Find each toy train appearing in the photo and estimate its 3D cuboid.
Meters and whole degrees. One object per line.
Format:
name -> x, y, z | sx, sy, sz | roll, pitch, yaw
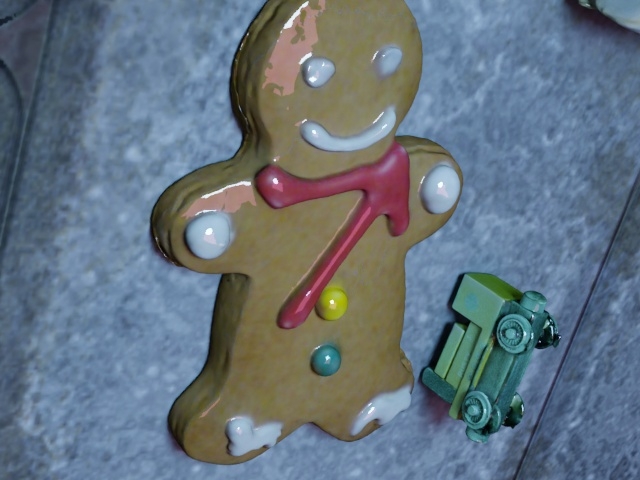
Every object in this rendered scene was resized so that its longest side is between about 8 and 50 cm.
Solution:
toy train -> 0.122, 0.083, 0.823 | 0.050, 0.081, 0.122 | 2, 116, -45

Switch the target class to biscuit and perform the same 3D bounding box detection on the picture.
biscuit -> 0.000, 0.000, 0.714 | 0.216, 0.047, 0.339 | -7, 120, -33

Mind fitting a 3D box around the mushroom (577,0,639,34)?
mushroom -> 0.332, -0.211, 0.793 | 0.351, 0.097, 0.109 | -20, 128, -29
